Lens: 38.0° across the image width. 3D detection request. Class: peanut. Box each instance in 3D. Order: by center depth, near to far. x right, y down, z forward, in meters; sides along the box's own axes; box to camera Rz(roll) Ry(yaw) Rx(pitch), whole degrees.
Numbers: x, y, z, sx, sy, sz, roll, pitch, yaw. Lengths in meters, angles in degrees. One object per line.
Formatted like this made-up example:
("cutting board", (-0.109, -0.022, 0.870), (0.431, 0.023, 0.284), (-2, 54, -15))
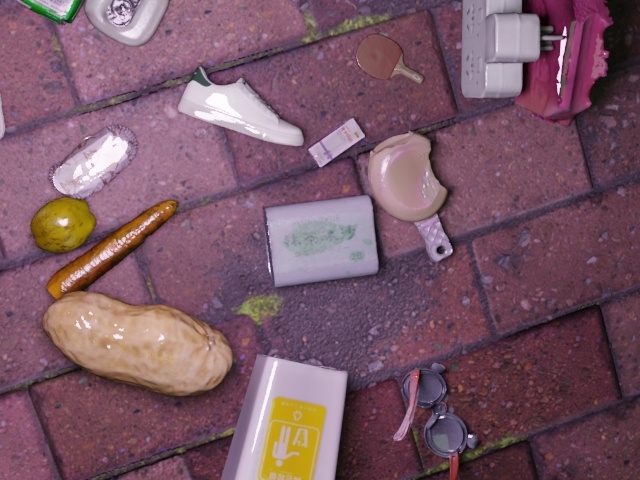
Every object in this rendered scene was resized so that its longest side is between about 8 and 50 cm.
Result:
("peanut", (-0.364, 0.206, 1.865), (0.387, 0.192, 0.169), (16, 58, -12))

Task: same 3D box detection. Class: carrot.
("carrot", (-0.419, 0.012, 1.892), (0.314, 0.066, 0.066), (-39, 103, -4))

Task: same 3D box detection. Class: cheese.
("cheese", (0.209, -0.086, 1.978), (0.163, 0.082, 0.286), (-29, 105, -3))

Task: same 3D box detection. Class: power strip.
("power strip", (0.376, -0.402, 1.861), (0.141, 0.261, 0.229), (-3, 99, -8))

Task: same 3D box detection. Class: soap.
("soap", (0.483, -0.402, 1.900), (0.127, 0.220, 0.325), (-3, 107, -19))

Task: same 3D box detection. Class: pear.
("pear", (-0.514, -0.031, 1.847), (0.131, 0.107, 0.107), (-21, 102, -9))

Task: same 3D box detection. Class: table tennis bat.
("table tennis bat", (0.148, -0.374, 1.955), (0.156, 0.013, 0.087), (26, 92, -11))

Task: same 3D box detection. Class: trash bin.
("trash bin", (-0.080, 0.429, 1.939), (0.255, 0.296, 0.368), (13, 83, -10))

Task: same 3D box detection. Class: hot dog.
("hot dog", (-0.453, -0.158, 1.865), (0.192, 0.053, 0.099), (-40, 104, -5))

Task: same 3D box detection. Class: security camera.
("security camera", (-0.342, -0.530, 1.814), (0.157, 0.080, 0.301), (28, 91, -12))

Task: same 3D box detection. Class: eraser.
("eraser", (0.000, 0.000, 1.953), (0.227, 0.081, 0.174), (-7, 100, -8))

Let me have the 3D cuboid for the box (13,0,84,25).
("box", (-0.508, -0.554, 1.767), (0.180, 0.103, 0.250), (28, 95, -13))

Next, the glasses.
("glasses", (0.249, 0.416, 1.974), (0.118, 0.268, 0.234), (-21, 104, 13))

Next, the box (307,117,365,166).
("box", (0.032, -0.205, 1.948), (0.117, 0.036, 0.051), (-34, 103, -4))

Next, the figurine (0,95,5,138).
("figurine", (-0.727, -0.264, 1.789), (0.141, 0.166, 0.250), (-31, 76, 32))

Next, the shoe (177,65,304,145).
("shoe", (-0.150, -0.270, 1.878), (0.265, 0.095, 0.110), (15, 96, -9))
